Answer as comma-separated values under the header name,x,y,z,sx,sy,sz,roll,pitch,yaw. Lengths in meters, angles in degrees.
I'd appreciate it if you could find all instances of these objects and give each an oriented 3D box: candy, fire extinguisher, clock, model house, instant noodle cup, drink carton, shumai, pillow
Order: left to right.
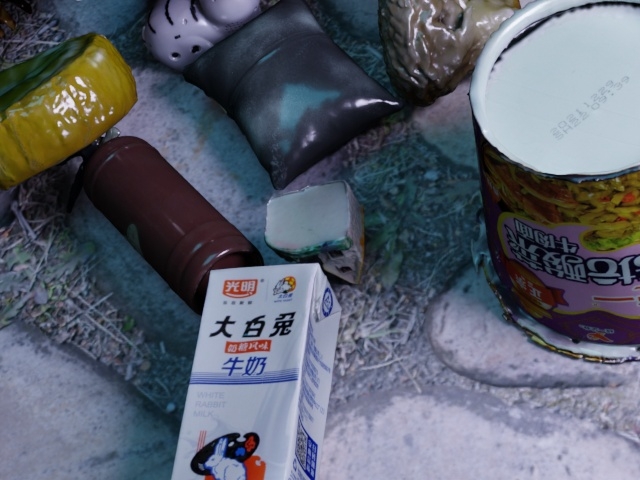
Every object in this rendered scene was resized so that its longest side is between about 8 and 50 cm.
name,x,y,z,sx,sy,sz,roll,pitch,yaw
candy,-0.345,-0.153,1.877,0.260,0.118,0.260,-28,22,12
fire extinguisher,-0.212,-0.032,1.809,0.344,0.102,0.138,42,109,37
clock,-0.148,-0.286,1.946,0.176,0.117,0.080,-15,52,11
drink carton,-0.066,0.178,1.598,0.131,0.106,0.315,-3,54,16
pillow,-0.037,-0.184,1.840,0.186,0.106,0.250,-36,54,-5
model house,0.000,0.000,1.703,0.101,0.100,0.087,-11,56,15
shumai,0.155,-0.266,1.803,0.176,0.166,0.205,-10,84,-1
instant noodle cup,0.294,-0.081,1.547,0.340,0.266,0.339,-10,55,14

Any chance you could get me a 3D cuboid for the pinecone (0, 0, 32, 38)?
name,x,y,z,sx,sy,sz,roll,pitch,yaw
pinecone,-0.500,-0.357,2.052,0.264,0.264,0.264,-10,54,14
